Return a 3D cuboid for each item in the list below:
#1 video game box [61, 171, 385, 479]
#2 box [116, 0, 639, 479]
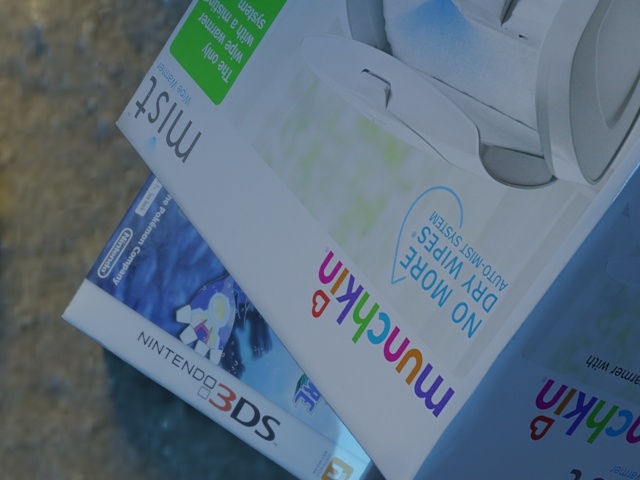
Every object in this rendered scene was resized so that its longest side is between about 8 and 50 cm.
[{"bbox_3d":[0.000,0.000,0.802,0.187,0.048,0.205,30,87,25],"label":"video game box"},{"bbox_3d":[0.071,-0.055,0.630,0.231,0.127,0.262,-55,41,14],"label":"box"}]
